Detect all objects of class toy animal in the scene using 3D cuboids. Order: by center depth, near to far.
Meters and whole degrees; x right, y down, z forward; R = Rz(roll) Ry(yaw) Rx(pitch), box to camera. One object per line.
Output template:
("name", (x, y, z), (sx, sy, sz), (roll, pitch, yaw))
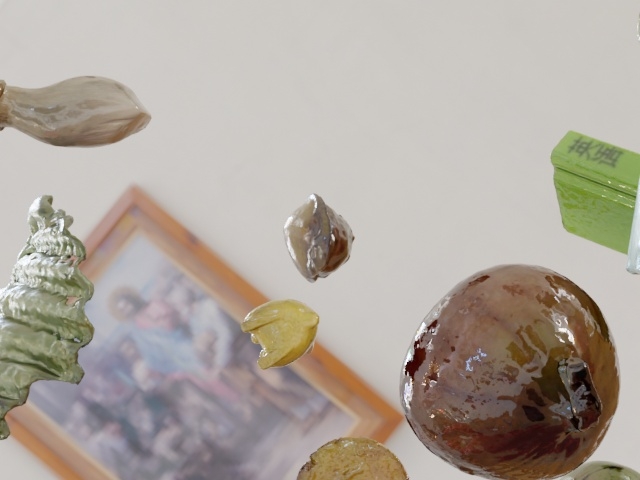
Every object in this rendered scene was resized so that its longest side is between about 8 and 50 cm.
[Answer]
("toy animal", (-0.030, 0.095, 1.486), (0.083, 0.070, 0.159), (-25, -3, 7))

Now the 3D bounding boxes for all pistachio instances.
("pistachio", (0.000, 0.000, 2.433), (0.210, 0.130, 0.165), (-107, 15, -71))

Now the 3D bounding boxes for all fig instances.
("fig", (0.199, 0.144, 1.367), (0.235, 0.214, 0.235), (-24, -36, -19))

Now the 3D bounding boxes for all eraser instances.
("eraser", (0.533, -0.058, 2.266), (0.092, 0.274, 0.210), (-49, -39, -22))

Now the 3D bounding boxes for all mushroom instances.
("mushroom", (-0.318, -0.163, 1.676), (0.097, 0.212, 0.088), (-92, 4, -63))

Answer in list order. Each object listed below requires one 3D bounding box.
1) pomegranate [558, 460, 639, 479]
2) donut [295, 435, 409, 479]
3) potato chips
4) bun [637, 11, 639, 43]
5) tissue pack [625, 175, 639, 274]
("pomegranate", (0.421, 0.419, 1.973), (0.179, 0.179, 0.210), (-51, -43, -8))
("donut", (0.047, 0.343, 1.783), (0.178, 0.162, 0.065), (-67, -11, 8))
("potato chips", (-0.418, 0.125, 1.783), (0.373, 0.097, 0.389), (-52, 27, 5))
("bun", (0.343, -0.196, 1.272), (0.069, 0.115, 0.115), (-8, -22, -18))
("tissue pack", (0.551, -0.129, 1.655), (0.162, 0.287, 0.388), (-164, 82, -84))
